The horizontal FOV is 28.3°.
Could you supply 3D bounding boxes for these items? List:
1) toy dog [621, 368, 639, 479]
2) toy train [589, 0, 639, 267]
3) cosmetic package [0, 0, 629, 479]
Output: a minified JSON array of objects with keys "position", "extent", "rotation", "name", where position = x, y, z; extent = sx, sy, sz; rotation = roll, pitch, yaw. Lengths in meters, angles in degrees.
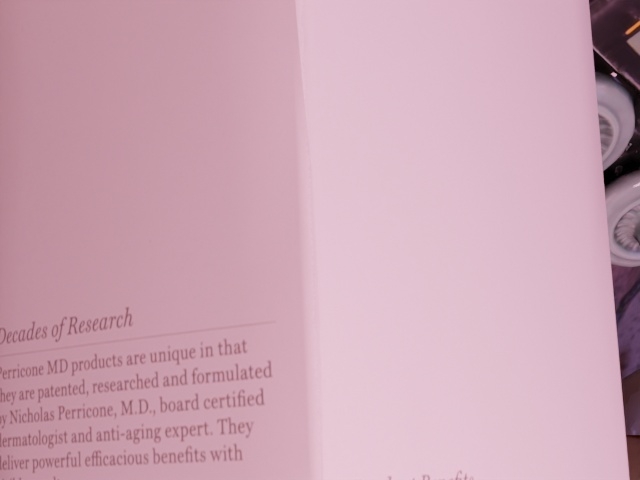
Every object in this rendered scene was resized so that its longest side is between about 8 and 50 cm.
[{"position":[0.276,0.224,0.860],"extent":[0.395,0.284,0.408],"rotation":[-59,180,-36],"name":"toy dog"},{"position":[0.213,-0.079,0.698],"extent":[0.190,0.142,0.334],"rotation":[-36,132,25],"name":"toy train"},{"position":[0.000,0.000,0.448],"extent":[0.197,0.155,0.366],"rotation":[11,73,-51],"name":"cosmetic package"}]
